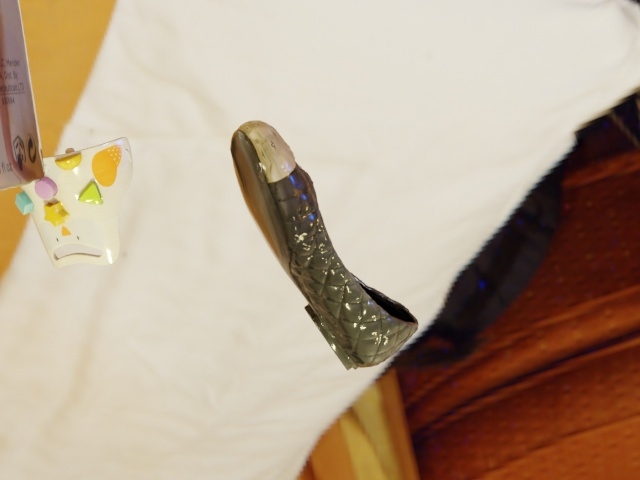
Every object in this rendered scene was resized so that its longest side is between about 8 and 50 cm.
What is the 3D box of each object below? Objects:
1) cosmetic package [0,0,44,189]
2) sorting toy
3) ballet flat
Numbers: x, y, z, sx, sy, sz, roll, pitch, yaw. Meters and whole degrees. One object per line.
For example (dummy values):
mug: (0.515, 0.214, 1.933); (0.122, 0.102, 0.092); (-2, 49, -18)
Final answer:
cosmetic package: (-0.232, -0.158, 0.652); (0.153, 0.129, 0.296); (-5, 97, 8)
sorting toy: (-0.155, -0.020, 0.898); (0.083, 0.045, 0.075); (-6, 106, 27)
ballet flat: (0.000, 0.000, 0.739); (0.049, 0.057, 0.173); (-33, 131, -5)
